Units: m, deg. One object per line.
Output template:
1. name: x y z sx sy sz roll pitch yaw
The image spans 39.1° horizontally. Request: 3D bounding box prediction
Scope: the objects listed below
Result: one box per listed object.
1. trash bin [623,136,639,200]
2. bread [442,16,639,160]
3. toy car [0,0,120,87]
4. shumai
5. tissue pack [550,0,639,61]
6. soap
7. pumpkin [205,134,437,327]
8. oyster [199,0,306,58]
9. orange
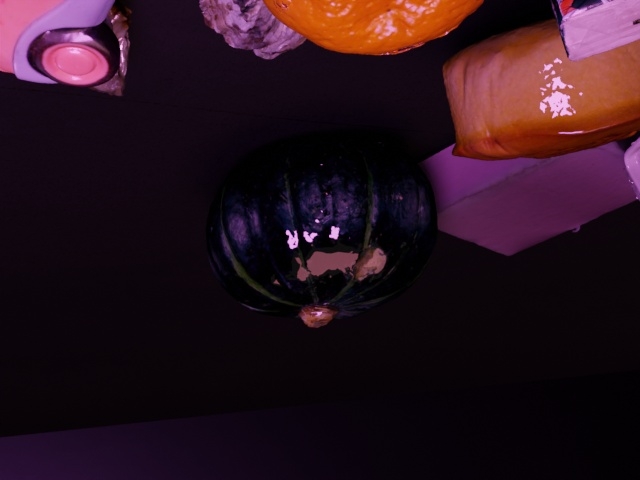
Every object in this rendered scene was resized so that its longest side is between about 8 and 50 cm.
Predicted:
1. trash bin: 0.597 -0.117 1.148 0.367 0.256 0.296 -22 167 -10
2. bread: 0.262 -0.165 0.967 0.270 0.148 0.270 -16 -172 2
3. toy car: -0.223 -0.248 0.634 0.212 0.180 0.270 12 148 -24
4. shumai: -0.222 -0.199 0.867 0.099 0.124 0.087 21 104 -22
5. tissue pack: 0.247 -0.263 0.817 0.103 0.170 0.090 -19 152 17
6. soap: 0.324 -0.093 1.330 0.296 0.107 0.285 -28 153 31
7. pumpkin: 0.000 0.000 1.215 0.315 0.238 0.315 -6 159 -2
8. oyster: -0.057 -0.233 0.882 0.125 0.064 0.177 -25 156 19
9. orange: 0.043 -0.254 0.715 0.219 0.193 0.219 -24 156 -11
